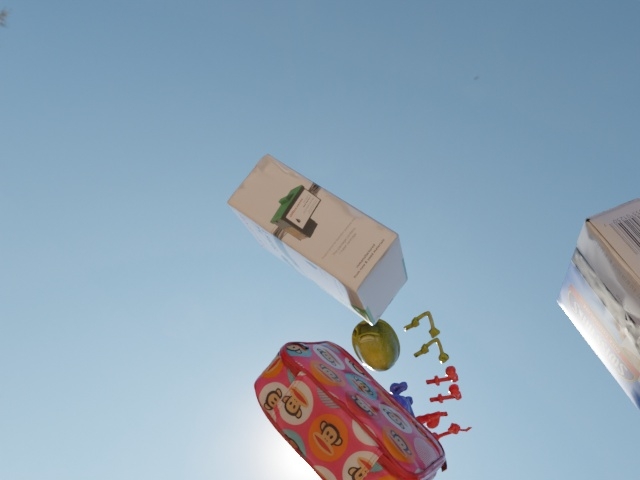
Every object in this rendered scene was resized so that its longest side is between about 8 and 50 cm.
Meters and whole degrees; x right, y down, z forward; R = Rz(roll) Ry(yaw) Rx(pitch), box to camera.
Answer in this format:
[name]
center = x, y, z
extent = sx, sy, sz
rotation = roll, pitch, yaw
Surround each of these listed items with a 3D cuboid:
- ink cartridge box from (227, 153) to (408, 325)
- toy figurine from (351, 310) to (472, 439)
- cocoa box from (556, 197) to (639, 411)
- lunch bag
[ink cartridge box]
center = 0.000, 0.000, 0.784
extent = 0.219, 0.092, 0.160
rotation = 33, -12, 24
[toy figurine]
center = 0.177, 0.345, 1.132
extent = 0.191, 0.217, 0.362
rotation = -12, -63, 16
[cocoa box]
center = 0.578, 0.057, 0.854
extent = 0.347, 0.231, 0.228
rotation = -21, -36, -6
[lunch bag]
center = 0.056, 0.289, 0.931
extent = 0.293, 0.258, 0.120
rotation = 41, -80, 26
